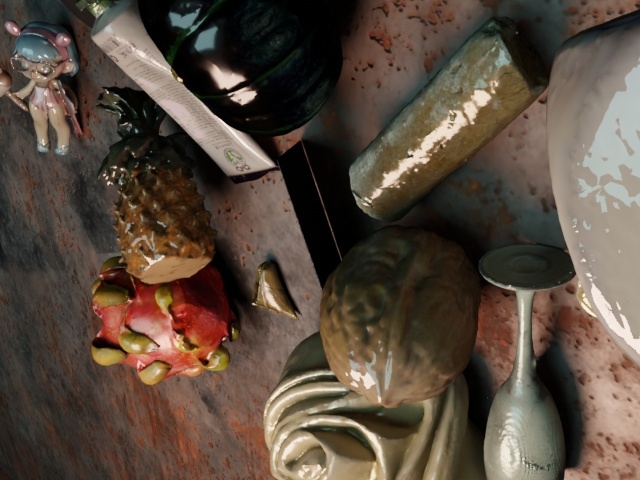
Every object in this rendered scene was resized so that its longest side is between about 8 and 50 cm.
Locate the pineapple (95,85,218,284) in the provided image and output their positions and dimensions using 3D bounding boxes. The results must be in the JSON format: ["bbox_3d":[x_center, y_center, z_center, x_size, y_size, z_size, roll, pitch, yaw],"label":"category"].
[{"bbox_3d":[-0.243,-0.098,1.033,0.141,0.170,0.309,117,138,-71],"label":"pineapple"}]

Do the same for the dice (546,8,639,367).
[{"bbox_3d":[0.303,-0.051,0.439,0.243,0.259,0.251,-14,101,43],"label":"dice"}]

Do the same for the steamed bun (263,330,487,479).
[{"bbox_3d":[0.053,0.289,0.926,0.310,0.219,0.324,-1,112,46],"label":"steamed bun"}]

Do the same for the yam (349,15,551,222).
[{"bbox_3d":[0.125,-0.116,0.715,0.093,0.093,0.259,54,138,7],"label":"yam"}]

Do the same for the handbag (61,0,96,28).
[{"bbox_3d":[-0.245,-0.392,0.873,0.254,0.093,0.308,38,141,-11],"label":"handbag"}]

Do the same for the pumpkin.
[{"bbox_3d":[-0.061,-0.249,0.755,0.248,0.248,0.248,24,128,35],"label":"pumpkin"}]

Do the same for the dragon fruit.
[{"bbox_3d":[-0.271,0.116,1.180,0.227,0.243,0.307,58,-176,-31],"label":"dragon fruit"}]

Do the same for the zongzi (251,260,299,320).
[{"bbox_3d":[-0.064,0.079,1.067,0.083,0.040,0.076,24,122,20],"label":"zongzi"}]

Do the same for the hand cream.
[{"bbox_3d":[-0.186,-0.198,0.929,0.121,0.076,0.336,-1,139,50],"label":"hand cream"}]

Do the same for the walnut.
[{"bbox_3d":[0.086,0.085,0.760,0.178,0.230,0.178,10,132,11],"label":"walnut"}]

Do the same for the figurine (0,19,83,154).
[{"bbox_3d":[-0.508,-0.277,1.244,0.205,0.102,0.260,18,133,7],"label":"figurine"}]

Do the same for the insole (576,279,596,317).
[{"bbox_3d":[0.291,-0.024,0.660,0.081,0.011,0.247,23,128,35],"label":"insole"}]

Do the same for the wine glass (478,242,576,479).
[{"bbox_3d":[0.181,0.196,0.708,0.096,0.264,0.309,10,120,32],"label":"wine glass"}]

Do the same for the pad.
[{"bbox_3d":[0.000,0.000,0.872,0.006,0.170,0.245,-16,104,11],"label":"pad"}]
